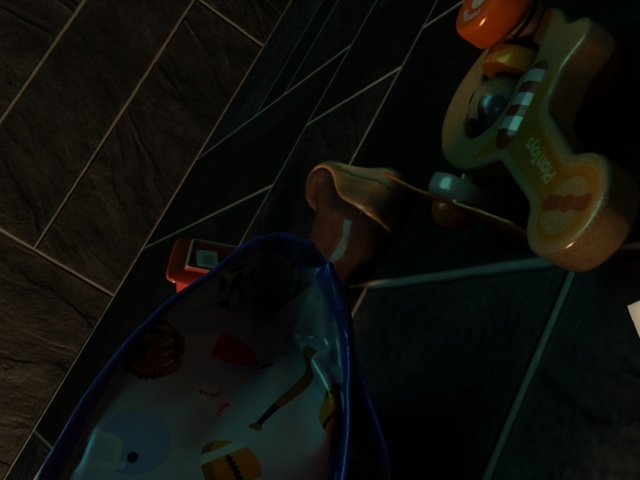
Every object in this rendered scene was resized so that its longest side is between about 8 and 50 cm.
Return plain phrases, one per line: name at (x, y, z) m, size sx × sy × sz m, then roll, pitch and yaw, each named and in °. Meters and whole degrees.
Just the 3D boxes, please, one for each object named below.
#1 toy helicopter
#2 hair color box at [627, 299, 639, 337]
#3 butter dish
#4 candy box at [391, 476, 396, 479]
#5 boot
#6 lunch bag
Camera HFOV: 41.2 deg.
toy helicopter at (0.165, -0.076, 0.718) m, size 0.235 × 0.140 × 0.355 m, roll -52°, pitch 20°, yaw 23°
hair color box at (0.199, 0.081, 0.375) m, size 0.072 × 0.043 × 0.141 m, roll -38°, pitch 56°, yaw 45°
butter dish at (-0.177, 0.079, 1.418) m, size 0.160 × 0.159 × 0.118 m, roll -93°, pitch 16°, yaw -63°
candy box at (0.057, 0.243, 0.613) m, size 0.105 × 0.027 × 0.206 m, roll -63°, pitch 17°, yaw -7°
boot at (0.000, 0.000, 1.105) m, size 0.207 × 0.090 × 0.248 m, roll -58°, pitch 20°, yaw -12°
lunch bag at (-0.104, 0.217, 0.671) m, size 0.328 × 0.238 × 0.386 m, roll 121°, pitch 169°, yaw -56°
